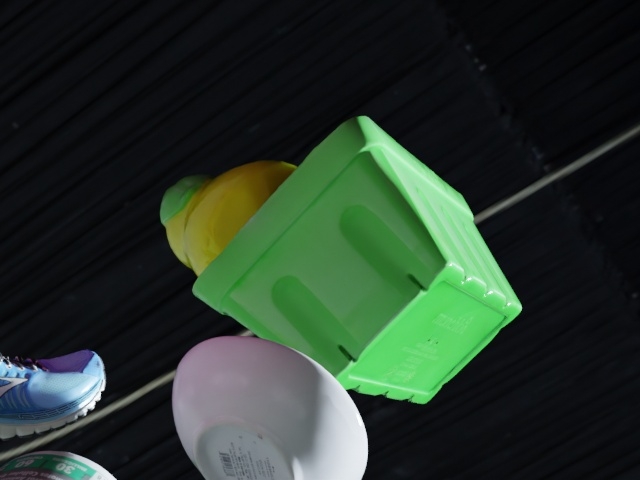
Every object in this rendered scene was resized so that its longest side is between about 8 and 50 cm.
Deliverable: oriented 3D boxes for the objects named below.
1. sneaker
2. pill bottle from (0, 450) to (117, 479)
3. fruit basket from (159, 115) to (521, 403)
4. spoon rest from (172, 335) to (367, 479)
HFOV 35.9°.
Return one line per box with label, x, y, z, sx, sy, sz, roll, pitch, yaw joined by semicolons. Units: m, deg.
sneaker;-0.212;0.091;0.646;0.162;0.063;0.073;-10;100;-47
pill bottle;-0.326;0.368;0.980;0.204;0.204;0.361;56;11;-5
fruit basket;0.000;0.000;1.100;0.392;0.283;0.392;43;9;-8
spoon rest;-0.025;0.179;0.681;0.084;0.137;0.276;-51;139;-54
